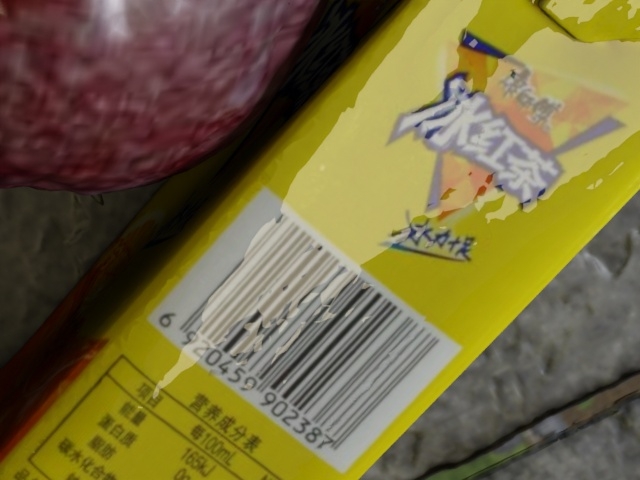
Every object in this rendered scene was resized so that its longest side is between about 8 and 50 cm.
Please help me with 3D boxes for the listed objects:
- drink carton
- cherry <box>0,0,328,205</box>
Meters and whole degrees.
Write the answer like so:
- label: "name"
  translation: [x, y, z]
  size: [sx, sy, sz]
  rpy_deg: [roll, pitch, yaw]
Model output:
- label: "drink carton"
  translation: [0.000, 0.000, 0.680]
  size: [0.111, 0.154, 0.351]
  rpy_deg: [38, 104, -14]
- label: "cherry"
  translation: [-0.103, -0.138, 0.598]
  size: [0.230, 0.203, 0.300]
  rpy_deg: [12, 126, 7]
